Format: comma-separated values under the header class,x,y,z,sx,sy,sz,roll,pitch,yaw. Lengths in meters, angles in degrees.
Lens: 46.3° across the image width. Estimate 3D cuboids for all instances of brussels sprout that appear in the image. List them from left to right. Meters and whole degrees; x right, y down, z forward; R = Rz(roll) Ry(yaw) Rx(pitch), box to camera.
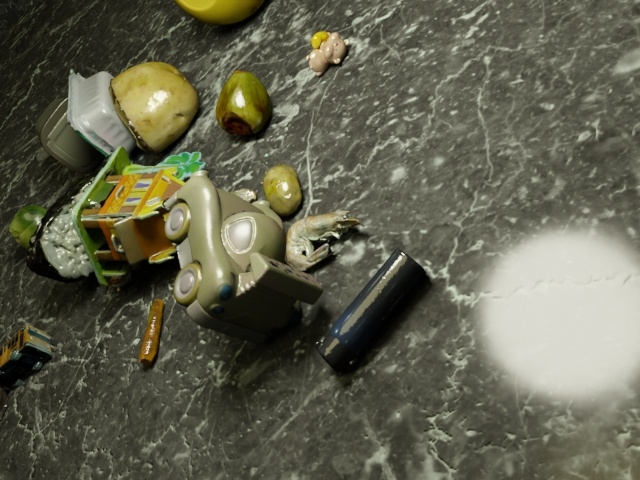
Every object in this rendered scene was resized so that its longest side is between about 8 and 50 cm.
class,x,y,z,sx,sy,sz,roll,pitch,yaw
brussels sprout,-0.892,-0.037,2.353,0.155,0.155,0.117,-4,22,41

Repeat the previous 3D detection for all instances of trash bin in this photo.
class,x,y,z,sx,sy,sz,roll,pitch,yaw
trash bin,-0.821,-0.363,2.477,0.220,0.219,0.250,-54,33,-8

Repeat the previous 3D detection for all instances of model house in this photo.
class,x,y,z,sx,sy,sz,roll,pitch,yaw
model house,-0.398,-0.077,1.902,0.312,0.243,0.358,0,36,11

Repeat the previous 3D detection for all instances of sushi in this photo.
class,x,y,z,sx,sy,sz,roll,pitch,yaw
sushi,-0.650,-0.040,2.067,0.170,0.211,0.350,-7,50,53

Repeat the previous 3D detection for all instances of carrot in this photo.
class,x,y,z,sx,sy,sz,roll,pitch,yaw
carrot,-0.396,0.214,1.768,0.042,0.042,0.171,-24,43,27

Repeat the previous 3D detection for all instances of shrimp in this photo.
class,x,y,z,sx,sy,sz,roll,pitch,yaw
shrimp,0.000,0.000,1.565,0.223,0.047,0.126,-14,59,43

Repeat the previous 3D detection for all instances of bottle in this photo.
class,x,y,z,sx,sy,sz,roll,pitch,yaw
bottle,0.092,0.130,1.362,0.244,0.082,0.072,-49,-5,-1

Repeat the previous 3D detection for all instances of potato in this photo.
class,x,y,z,sx,sy,sz,roll,pitch,yaw
potato,-0.474,-0.409,2.198,0.242,0.242,0.285,-39,48,12
potato,-0.088,-0.120,1.720,0.091,0.070,0.138,-35,42,18

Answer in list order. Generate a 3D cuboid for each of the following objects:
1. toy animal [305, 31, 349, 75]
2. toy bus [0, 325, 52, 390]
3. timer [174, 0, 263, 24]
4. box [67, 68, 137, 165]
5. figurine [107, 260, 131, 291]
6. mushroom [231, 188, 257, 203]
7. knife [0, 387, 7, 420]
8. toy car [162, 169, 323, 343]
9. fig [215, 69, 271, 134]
class,x,y,z,sx,sy,sz,roll,pitch,yaw
toy animal,0.019,-0.477,1.895,0.082,0.091,0.114,29,79,35
toy bus,-0.817,0.315,2.035,0.182,0.091,0.103,-38,41,16
timer,-0.288,-0.850,2.298,0.376,0.376,0.387,-10,31,38
box,-0.634,-0.385,2.280,0.106,0.264,0.337,-33,43,15
figurine,-0.538,0.071,1.991,0.101,0.068,0.143,-32,35,-8
mushroom,-0.224,-0.027,1.757,0.225,0.093,0.116,-64,21,-10
knife,-0.889,0.408,2.085,0.060,0.028,0.230,-49,41,19
toy car,-0.157,0.013,1.522,0.226,0.242,0.336,-37,49,27
fig,-0.200,-0.358,1.954,0.144,0.154,0.166,7,100,5
